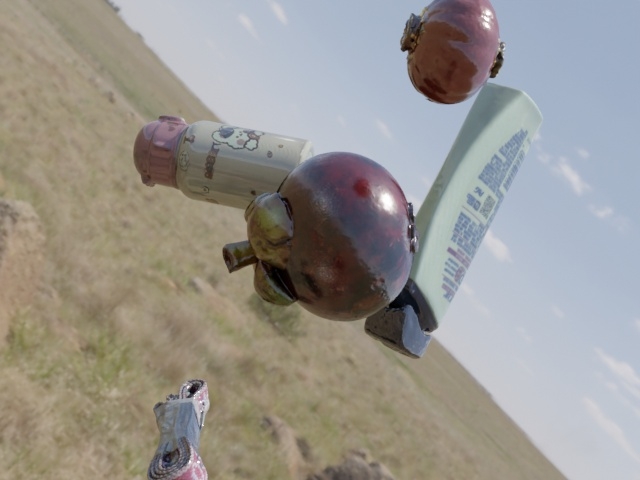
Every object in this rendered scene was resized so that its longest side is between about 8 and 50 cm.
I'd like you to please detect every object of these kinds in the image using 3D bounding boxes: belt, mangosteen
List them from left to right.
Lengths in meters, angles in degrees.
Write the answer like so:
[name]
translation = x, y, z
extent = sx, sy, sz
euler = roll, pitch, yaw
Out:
[belt]
translation = -0.177, 0.250, 1.096
extent = 0.232, 0.071, 0.053
euler = -102, 167, -71
[mangosteen]
translation = 0.000, 0.000, 0.877
extent = 0.200, 0.200, 0.200
euler = 45, -1, 1

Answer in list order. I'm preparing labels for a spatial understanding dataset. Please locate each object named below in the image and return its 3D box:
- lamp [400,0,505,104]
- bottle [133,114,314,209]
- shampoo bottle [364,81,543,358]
[lamp]
translation = 0.114, -0.167, 0.753
extent = 0.090, 0.101, 0.101
euler = 13, 4, -7
[bottle]
translation = -0.131, -0.101, 1.147
extent = 0.233, 0.110, 0.110
euler = 12, -6, 8
[shampoo bottle]
translation = 0.166, -0.027, 1.107
extent = 0.078, 0.360, 0.134
euler = 24, -8, 33
